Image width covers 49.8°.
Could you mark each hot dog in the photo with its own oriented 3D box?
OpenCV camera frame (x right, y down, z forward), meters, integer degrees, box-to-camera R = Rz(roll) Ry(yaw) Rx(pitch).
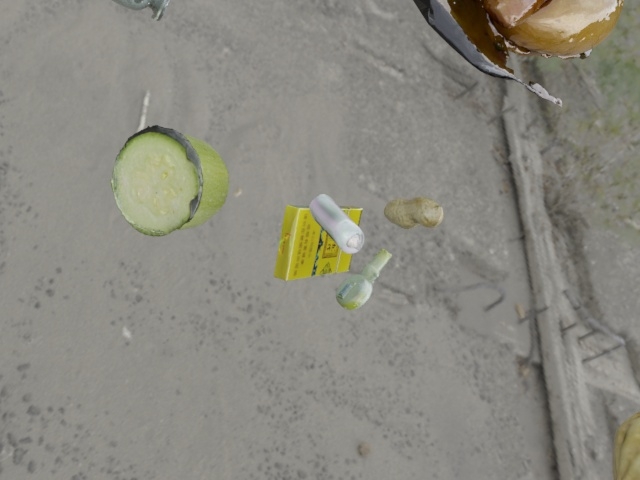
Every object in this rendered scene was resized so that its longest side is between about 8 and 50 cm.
[{"bbox_3d":[0.251,-0.265,0.745,0.194,0.107,0.326,49,44,-1],"label":"hot dog"}]

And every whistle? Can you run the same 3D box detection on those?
[{"bbox_3d":[0.118,0.101,1.865,0.198,0.104,0.057,-50,122,-10],"label":"whistle"}]

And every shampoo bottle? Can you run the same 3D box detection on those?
[{"bbox_3d":[0.028,-0.021,1.058,0.099,0.043,0.072,50,-1,45],"label":"shampoo bottle"}]

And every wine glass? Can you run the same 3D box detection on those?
[{"bbox_3d":[-0.407,-0.550,1.445,0.204,0.111,0.111,23,46,-23],"label":"wine glass"}]

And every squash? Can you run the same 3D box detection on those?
[{"bbox_3d":[-0.312,-0.120,1.405,0.220,0.220,0.133,53,14,4],"label":"squash"}]

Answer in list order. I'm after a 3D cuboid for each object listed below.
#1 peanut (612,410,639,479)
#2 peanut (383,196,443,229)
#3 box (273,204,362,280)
[{"bbox_3d":[0.526,0.284,1.024,0.147,0.147,0.306,35,77,-18],"label":"peanut"},{"bbox_3d":[0.104,-0.032,0.761,0.037,0.083,0.037,-1,91,-32],"label":"peanut"},{"bbox_3d":[0.000,0.000,1.508,0.279,0.041,0.153,-4,106,-59],"label":"box"}]
